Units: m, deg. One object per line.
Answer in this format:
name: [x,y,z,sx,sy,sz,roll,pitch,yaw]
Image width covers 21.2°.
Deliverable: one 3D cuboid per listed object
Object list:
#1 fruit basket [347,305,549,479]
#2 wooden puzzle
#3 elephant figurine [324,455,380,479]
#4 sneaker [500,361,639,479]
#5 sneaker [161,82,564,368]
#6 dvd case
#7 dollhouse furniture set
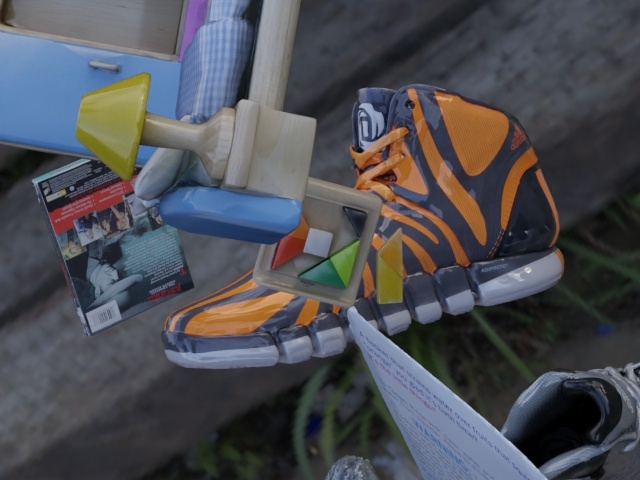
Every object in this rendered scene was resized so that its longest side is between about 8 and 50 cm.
fruit basket: [0.158,0.212,0.694,0.165,0.353,0.327,-31,40,-16]
wooden puzzle: [0.000,0.000,1.050,0.014,0.116,0.078,-159,77,-76]
elephant figurine: [-0.026,0.260,0.864,0.169,0.239,0.186,-11,42,-3]
sneaker: [0.191,0.088,0.933,0.229,0.132,0.086,-30,68,11]
sneaker: [0.019,-0.018,1.274,0.321,0.180,0.124,-16,7,-20]
dvd case: [-0.142,-0.003,1.178,0.087,0.119,0.013,-26,23,-22]
dollhouse furniture set: [-0.094,-0.154,0.807,0.303,0.198,0.286,169,110,-83]
